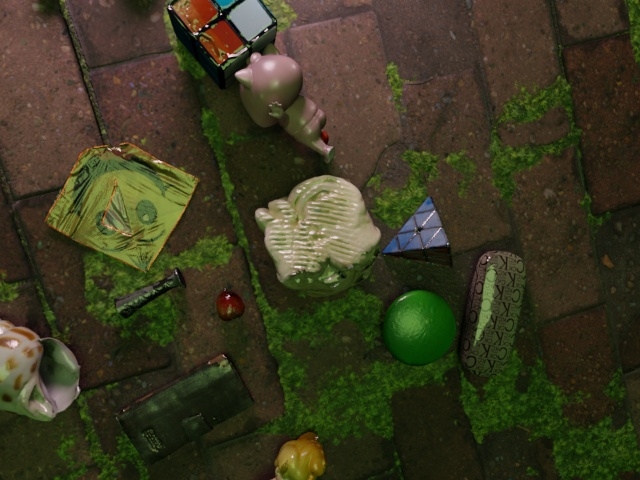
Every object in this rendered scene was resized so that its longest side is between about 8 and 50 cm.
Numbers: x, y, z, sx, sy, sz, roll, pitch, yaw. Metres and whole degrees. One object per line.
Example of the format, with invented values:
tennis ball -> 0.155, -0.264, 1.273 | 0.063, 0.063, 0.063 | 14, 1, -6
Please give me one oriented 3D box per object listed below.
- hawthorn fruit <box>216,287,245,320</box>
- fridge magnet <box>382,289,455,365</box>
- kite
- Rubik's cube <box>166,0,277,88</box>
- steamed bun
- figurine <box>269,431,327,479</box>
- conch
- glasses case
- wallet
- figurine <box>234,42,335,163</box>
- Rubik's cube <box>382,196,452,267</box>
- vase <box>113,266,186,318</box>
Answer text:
hawthorn fruit -> -0.230, 0.167, 1.149 | 0.077, 0.077, 0.077 | -1, 95, -10
fridge magnet -> 0.266, 0.237, 1.231 | 0.207, 0.088, 0.208 | -1, 94, -10
kite -> -0.476, -0.076, 1.114 | 0.377, 0.013, 0.328 | -15, 98, -10
Rubik's cube -> -0.221, -0.487, 1.045 | 0.180, 0.167, 0.183 | -43, 101, -5
steamed bun -> 0.000, 0.000, 1.119 | 0.267, 0.207, 0.280 | -24, 72, -7
figurine -> -0.087, 0.616, 1.188 | 0.246, 0.131, 0.156 | -39, 134, -6
conch -> -0.691, 0.288, 1.040 | 0.148, 0.182, 0.275 | -16, 97, 26
glasses case -> 0.479, 0.205, 1.266 | 0.137, 0.085, 0.355 | 9, 93, -11
wallet -> -0.344, 0.433, 1.165 | 0.316, 0.044, 0.169 | -28, 100, -5
figurine -> -0.082, -0.302, 1.068 | 0.287, 0.186, 0.176 | 40, 57, -26
Rubik's cube -> 0.263, -0.036, 1.224 | 0.190, 0.211, 0.178 | 1, 72, 14
vase -> -0.418, 0.129, 1.120 | 0.166, 0.059, 0.059 | -28, 99, -6
